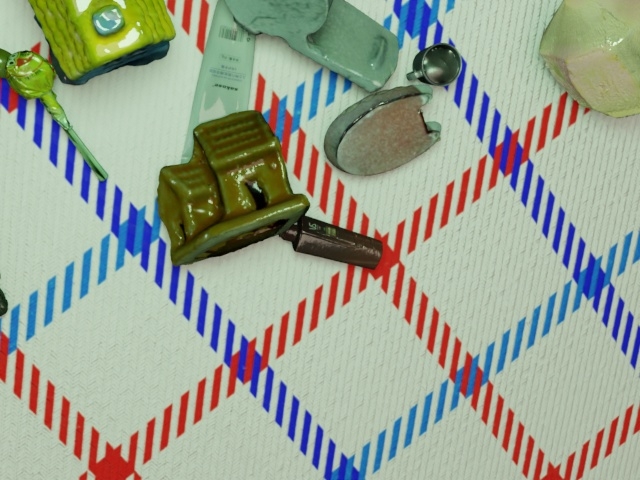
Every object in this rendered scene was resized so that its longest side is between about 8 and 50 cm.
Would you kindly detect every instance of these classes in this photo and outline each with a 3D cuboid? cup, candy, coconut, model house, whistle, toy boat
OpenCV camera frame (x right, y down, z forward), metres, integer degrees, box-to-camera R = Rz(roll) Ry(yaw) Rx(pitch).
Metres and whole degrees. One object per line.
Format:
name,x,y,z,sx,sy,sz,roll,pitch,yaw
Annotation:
cup,0.204,-0.323,1.432,0.100,0.077,0.078,-22,104,-7
candy,-0.447,-0.210,1.324,0.073,0.077,0.262,-49,125,-29
coconut,0.529,-0.362,1.414,0.245,0.233,0.233,41,91,-23
model house,-0.353,-0.385,1.206,0.216,0.303,0.237,-26,104,-12
model house,-0.172,-0.103,1.347,0.268,0.173,0.239,-18,81,0
whistle,-0.023,-0.415,1.316,0.405,0.188,0.168,50,48,-44
toy boat,0.111,-0.208,1.434,0.227,0.085,0.155,-25,130,-5

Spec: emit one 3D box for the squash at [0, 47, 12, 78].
squash,-0.598,-0.324,1.291,0.183,0.052,0.052,24,95,-12

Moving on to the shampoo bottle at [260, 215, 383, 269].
shampoo bottle,0.000,-0.002,1.461,0.236,0.068,0.067,15,107,-15

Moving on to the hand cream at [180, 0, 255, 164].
hand cream,-0.174,-0.279,1.382,0.109,0.067,0.320,8,103,-14

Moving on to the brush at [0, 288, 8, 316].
brush,-0.636,-0.007,1.340,0.070,0.051,0.323,-21,104,-4
